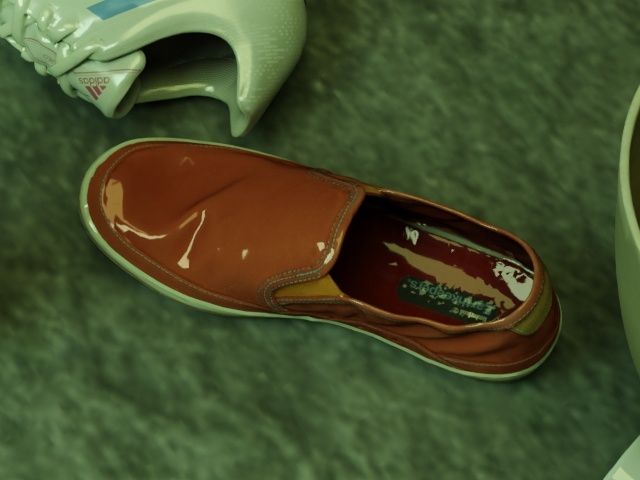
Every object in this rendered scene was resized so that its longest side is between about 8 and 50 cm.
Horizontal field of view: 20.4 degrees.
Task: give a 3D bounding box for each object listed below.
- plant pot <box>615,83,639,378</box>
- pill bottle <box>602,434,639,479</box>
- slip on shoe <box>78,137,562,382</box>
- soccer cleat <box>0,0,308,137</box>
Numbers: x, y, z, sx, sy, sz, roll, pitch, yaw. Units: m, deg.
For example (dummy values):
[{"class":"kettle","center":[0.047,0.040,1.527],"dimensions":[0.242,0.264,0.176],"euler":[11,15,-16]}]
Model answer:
[{"class":"plant pot","center":[0.280,0.028,1.061],"dimensions":[0.256,0.274,0.257],"euler":[1,65,-2]},{"class":"pill bottle","center":[0.246,0.202,1.065],"dimensions":[0.186,0.112,0.112],"euler":[38,69,15]},{"class":"slip on shoe","center":[0.000,0.000,1.162],"dimensions":[0.331,0.101,0.123],"euler":[18,66,8]},{"class":"soccer cleat","center":[-0.175,-0.164,1.226],"dimensions":[0.331,0.116,0.143],"euler":[14,64,4]}]
